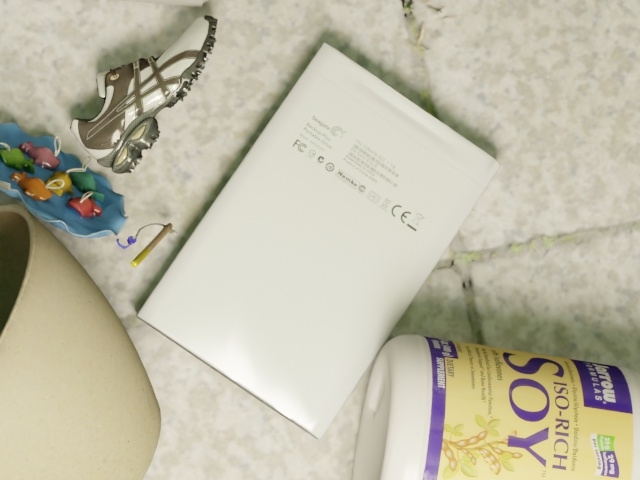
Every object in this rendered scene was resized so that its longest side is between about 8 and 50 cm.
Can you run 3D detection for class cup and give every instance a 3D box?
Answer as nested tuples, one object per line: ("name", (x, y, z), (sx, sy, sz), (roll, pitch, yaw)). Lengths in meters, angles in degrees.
("cup", (-0.295, 0.164, 1.767), (0.237, 0.331, 0.331), (37, 81, -27))

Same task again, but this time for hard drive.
("hard drive", (0.000, 0.000, 1.930), (0.233, 0.047, 0.353), (34, 81, -3))

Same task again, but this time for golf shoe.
("golf shoe", (-0.184, -0.168, 1.908), (0.094, 0.077, 0.198), (35, 80, -3))

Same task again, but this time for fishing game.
("fishing game", (-0.271, -0.069, 1.836), (0.264, 0.189, 0.041), (36, 110, 4))

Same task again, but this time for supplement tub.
("supplement tub", (0.211, 0.233, 1.838), (0.331, 0.241, 0.241), (9, 84, -6))

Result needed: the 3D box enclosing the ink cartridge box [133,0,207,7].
("ink cartridge box", (-0.228, -0.346, 1.906), (0.237, 0.100, 0.172), (4, 85, -7))
